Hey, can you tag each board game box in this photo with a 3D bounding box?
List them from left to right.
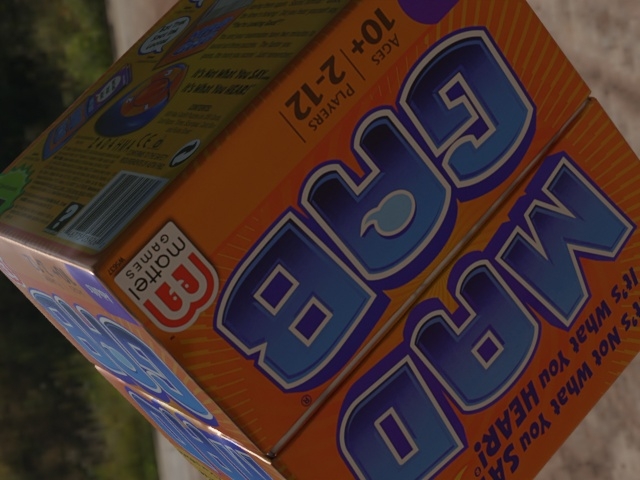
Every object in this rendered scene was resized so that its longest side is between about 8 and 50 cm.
[{"bbox_3d":[0.000,0.000,1.179,0.356,0.356,0.356,49,164,-23],"label":"board game box"}]
